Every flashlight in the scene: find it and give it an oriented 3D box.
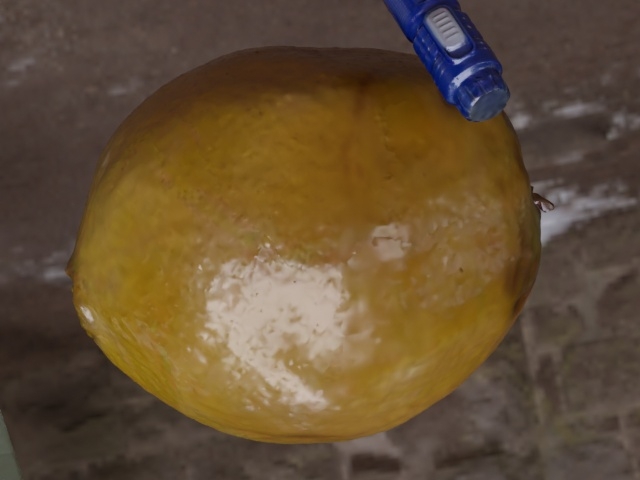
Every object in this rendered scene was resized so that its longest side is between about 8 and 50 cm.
[{"bbox_3d":[0.042,-0.100,0.650,0.057,0.121,0.035,-28,150,0],"label":"flashlight"}]

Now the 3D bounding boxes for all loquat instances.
[{"bbox_3d":[0.000,0.000,0.715,0.234,0.176,0.187,-10,146,-13],"label":"loquat"}]

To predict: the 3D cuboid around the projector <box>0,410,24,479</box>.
[{"bbox_3d":[-0.372,0.205,1.069,0.248,0.249,0.249,-26,165,23],"label":"projector"}]
